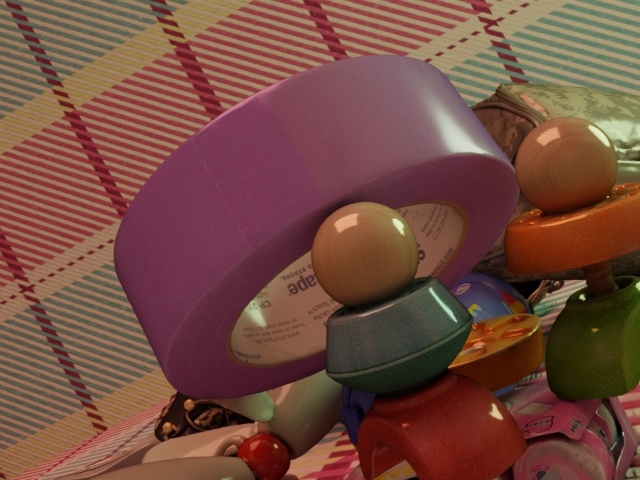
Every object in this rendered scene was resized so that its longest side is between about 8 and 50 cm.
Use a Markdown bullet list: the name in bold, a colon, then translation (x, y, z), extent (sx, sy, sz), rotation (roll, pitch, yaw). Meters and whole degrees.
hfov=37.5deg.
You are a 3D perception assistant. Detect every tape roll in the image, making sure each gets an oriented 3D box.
- **tape roll**: translation (0.000, 0.000, 0.661), extent (0.274, 0.090, 0.275), rotation (-25, -25, -12)

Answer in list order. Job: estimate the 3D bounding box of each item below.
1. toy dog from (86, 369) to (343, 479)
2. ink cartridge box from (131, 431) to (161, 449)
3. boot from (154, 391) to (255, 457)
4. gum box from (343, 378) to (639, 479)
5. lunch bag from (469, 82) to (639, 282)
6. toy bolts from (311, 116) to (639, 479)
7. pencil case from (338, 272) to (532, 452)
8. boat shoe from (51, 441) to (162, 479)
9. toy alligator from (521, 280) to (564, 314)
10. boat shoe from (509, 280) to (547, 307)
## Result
- **toy dog**: translation (-0.127, 0.183, 0.759), extent (0.333, 0.161, 0.220), rotation (-28, -28, -59)
- **ink cartridge box**: translation (-0.238, 0.345, 1.776), extent (0.275, 0.060, 0.239), rotation (-28, 1, -42)
- **boot**: translation (-0.089, 0.169, 1.234), extent (0.284, 0.138, 0.377), rotation (-58, 16, -8)
- **gum box**: translation (0.108, 0.149, 0.612), extent (0.188, 0.062, 0.107), rotation (-27, 1, 31)
- **lunch bag**: translation (0.288, -0.058, 1.015), extent (0.305, 0.213, 0.256), rotation (1, -1, -21)
- **toy bolts**: translation (0.083, 0.031, 0.583), extent (0.228, 0.159, 0.218), rotation (-24, 6, -33)
- **pencil case**: translation (0.112, 0.116, 0.864), extent (0.133, 0.119, 0.306), rotation (-15, 5, 22)
- **boat shoe**: translation (-0.341, 0.380, 1.430), extent (0.267, 0.096, 0.088), rotation (-27, -5, -16)
- **toy alligator**: translation (0.221, 0.102, 1.131), extent (0.189, 0.056, 0.051), rotation (-27, 42, -3)
- **boat shoe**: translation (0.154, 0.100, 1.223), extent (0.302, 0.113, 0.103), rotation (-28, -4, -7)
